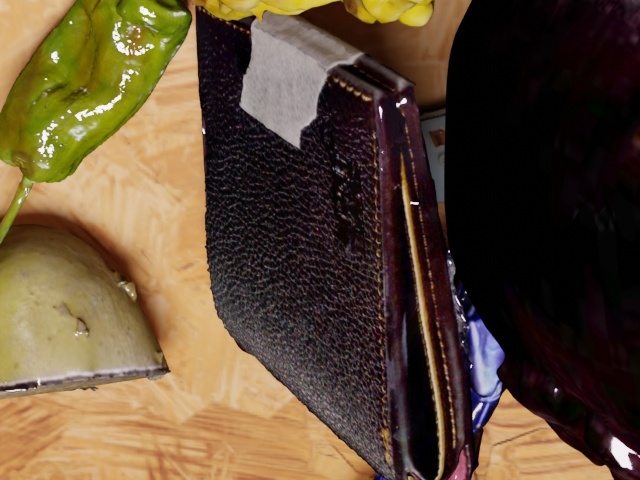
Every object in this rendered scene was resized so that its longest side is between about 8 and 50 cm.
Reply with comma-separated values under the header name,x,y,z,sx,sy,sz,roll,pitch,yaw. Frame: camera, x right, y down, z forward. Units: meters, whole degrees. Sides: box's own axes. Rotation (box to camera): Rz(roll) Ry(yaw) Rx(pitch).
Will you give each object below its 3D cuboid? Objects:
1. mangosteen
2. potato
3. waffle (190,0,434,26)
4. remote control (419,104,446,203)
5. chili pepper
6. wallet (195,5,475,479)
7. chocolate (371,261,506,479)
name,x,y,z,sx,sy,sz,roll,pitch,yaw
mangosteen,0.270,-0.057,0.781,0.382,0.382,0.435,43,87,-20
potato,-0.205,0.049,1.055,0.202,0.182,0.117,-12,86,37
waffle,0.001,-0.250,0.736,0.151,0.261,0.324,-7,132,-16
remote control,0.101,-0.060,0.982,0.166,0.029,0.065,-13,123,23
chili pepper,-0.154,-0.084,0.983,0.072,0.073,0.204,46,114,7
wallet,0.000,0.000,0.929,0.071,0.221,0.262,-19,121,-21
chocolate,0.074,0.129,1.050,0.126,0.148,0.343,16,111,21
